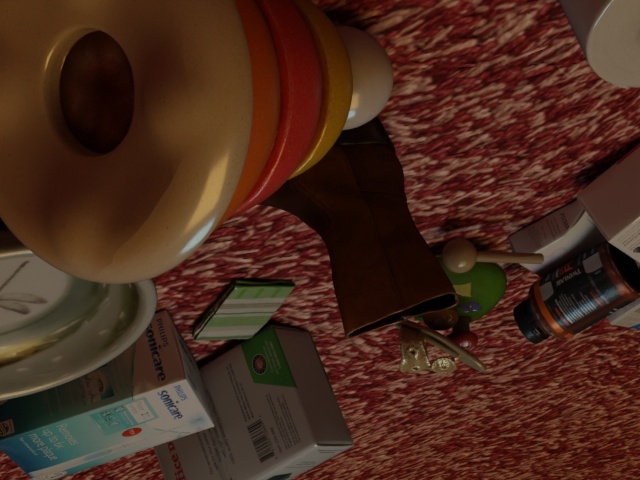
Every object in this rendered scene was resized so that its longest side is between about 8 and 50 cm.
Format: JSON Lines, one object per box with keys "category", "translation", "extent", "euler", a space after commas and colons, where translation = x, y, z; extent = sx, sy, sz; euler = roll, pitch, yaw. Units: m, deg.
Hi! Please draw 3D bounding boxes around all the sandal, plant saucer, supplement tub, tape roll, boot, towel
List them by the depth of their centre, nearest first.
{"category": "tape roll", "translation": [0.421, -0.300, 1.571], "extent": [0.286, 0.100, 0.286], "euler": [-15, 152, -8]}
{"category": "boot", "translation": [0.000, 0.000, 1.660], "extent": [0.264, 0.280, 0.096], "euler": [-11, 151, -15]}
{"category": "plant saucer", "translation": [-0.414, 0.080, 1.746], "extent": [0.400, 0.100, 0.400], "euler": [-15, 153, -8]}
{"category": "towel", "translation": [-0.118, 0.104, 2.063], "extent": [0.113, 0.023, 0.152], "euler": [0, 145, -36]}
{"category": "sandal", "translation": [0.137, 0.162, 2.082], "extent": [0.079, 0.240, 0.088], "euler": [-52, 155, -9]}
{"category": "supplement tub", "translation": [0.401, 0.088, 2.143], "extent": [0.198, 0.106, 0.106], "euler": [-34, 149, 27]}

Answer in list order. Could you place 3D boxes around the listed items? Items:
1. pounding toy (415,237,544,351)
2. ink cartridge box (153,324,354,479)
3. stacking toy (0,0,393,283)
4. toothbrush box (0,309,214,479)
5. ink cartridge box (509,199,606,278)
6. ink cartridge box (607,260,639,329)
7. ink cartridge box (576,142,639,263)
{"category": "pounding toy", "translation": [0.215, 0.098, 2.103], "extent": [0.183, 0.110, 0.237], "euler": [13, 149, -24]}
{"category": "ink cartridge box", "translation": [-0.122, 0.296, 2.194], "extent": [0.289, 0.211, 0.121], "euler": [-31, 158, 25]}
{"category": "stacking toy", "translation": [-0.089, -0.154, 1.390], "extent": [0.350, 0.351, 0.480], "euler": [-38, 164, 33]}
{"category": "toothbrush box", "translation": [-0.332, 0.241, 2.064], "extent": [0.295, 0.126, 0.216], "euler": [-19, 152, -3]}
{"category": "ink cartridge box", "translation": [0.437, -0.014, 2.151], "extent": [0.232, 0.066, 0.189], "euler": [-26, 151, 23]}
{"category": "ink cartridge box", "translation": [0.612, 0.066, 2.374], "extent": [0.134, 0.078, 0.231], "euler": [12, 140, -45]}
{"category": "ink cartridge box", "translation": [0.518, -0.053, 2.051], "extent": [0.172, 0.100, 0.237], "euler": [-41, 146, 17]}
